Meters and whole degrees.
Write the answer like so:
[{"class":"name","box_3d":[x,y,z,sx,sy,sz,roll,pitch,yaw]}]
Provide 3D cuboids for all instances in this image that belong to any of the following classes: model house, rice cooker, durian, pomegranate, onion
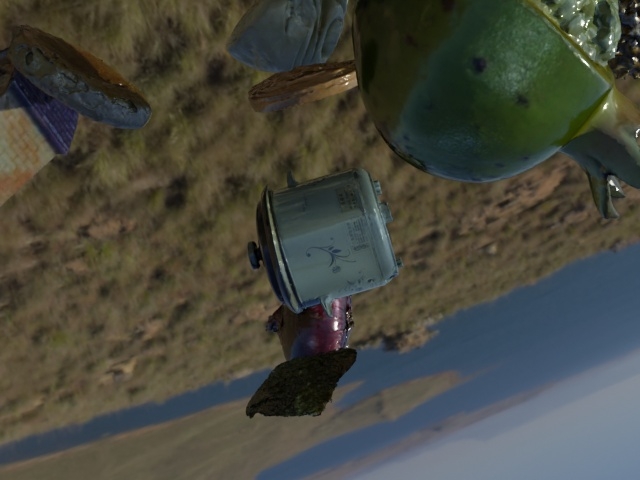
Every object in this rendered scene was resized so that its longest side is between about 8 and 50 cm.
[{"class":"model house","box_3d":[-0.645,-0.256,1.495,0.280,0.312,0.245,-48,141,-20]},{"class":"rice cooker","box_3d":[0.000,0.000,1.530,0.316,0.317,0.264,-23,173,2]},{"class":"durian","box_3d":[0.429,-0.351,1.108,0.183,0.250,0.138,-37,-169,34]},{"class":"pomegranate","box_3d":[0.174,-0.155,0.718,0.260,0.340,0.260,-46,179,-1]},{"class":"onion","box_3d":[-0.026,0.211,2.051,0.232,0.314,0.314,9,158,-4]}]

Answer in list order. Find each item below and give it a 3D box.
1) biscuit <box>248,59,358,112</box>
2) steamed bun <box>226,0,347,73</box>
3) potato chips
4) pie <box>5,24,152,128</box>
[{"class":"biscuit","box_3d":[-0.027,-0.266,1.288,0.202,0.044,0.289,-19,-160,-5]},{"class":"steamed bun","box_3d":[-0.049,-0.513,1.780,0.276,0.203,0.289,-25,-148,53]},{"class":"potato chips","box_3d":[-0.026,0.228,1.214,0.209,0.142,0.026,-18,122,-17]},{"class":"pie","box_3d":[-0.292,-0.197,0.927,0.046,0.195,0.195,-57,154,12]}]
